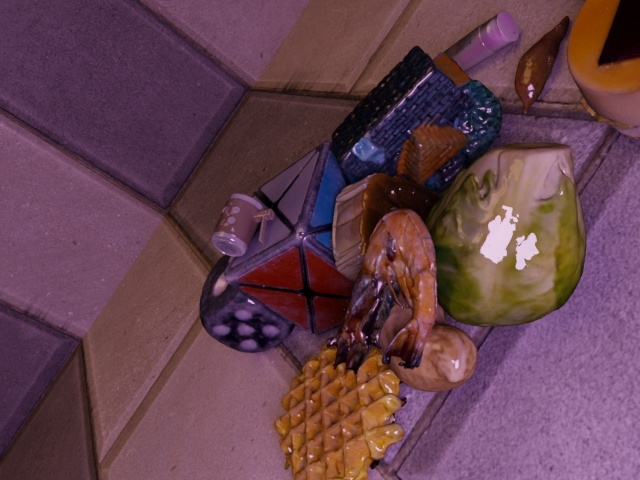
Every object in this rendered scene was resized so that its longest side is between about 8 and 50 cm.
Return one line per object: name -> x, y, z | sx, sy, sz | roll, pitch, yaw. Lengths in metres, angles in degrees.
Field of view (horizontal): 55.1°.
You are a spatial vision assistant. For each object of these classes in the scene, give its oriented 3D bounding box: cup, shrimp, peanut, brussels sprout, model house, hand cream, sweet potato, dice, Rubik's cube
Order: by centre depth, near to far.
brussels sprout -> 0.253, -0.008, 0.846 | 0.219, 0.209, 0.272 | -85, 5, -66
shrimp -> 0.102, 0.102, 0.862 | 0.178, 0.075, 0.290 | 50, 123, 54
peanut -> 0.151, 0.150, 0.950 | 0.253, 0.122, 0.137 | -128, 43, -59
model house -> 0.172, -0.202, 1.090 | 0.261, 0.226, 0.241 | -46, -8, 19
cup -> -0.142, -0.022, 1.141 | 0.074, 0.102, 0.099 | 92, -163, -62
sweet potato -> 0.412, -0.345, 1.148 | 0.068, 0.068, 0.226 | 3, 62, 59
Rubik's cube -> 0.000, 0.000, 1.221 | 0.254, 0.259, 0.260 | -28, 39, 40
hand cream -> 0.304, -0.411, 1.394 | 0.312, 0.070, 0.111 | -23, 44, 52
dice -> -0.158, 0.135, 1.405 | 0.181, 0.183, 0.182 | -34, 35, 33

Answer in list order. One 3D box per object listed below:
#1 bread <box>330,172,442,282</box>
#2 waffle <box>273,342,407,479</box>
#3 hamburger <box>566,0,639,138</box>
bread -> 0.133, -0.009, 1.063 | 0.109, 0.209, 0.192 | -31, 45, 54
waffle -> 0.022, 0.297, 1.072 | 0.329, 0.062, 0.329 | -38, 33, 30
hamburger -> 0.486, -0.275, 0.823 | 0.300, 0.176, 0.300 | -41, 33, 35
